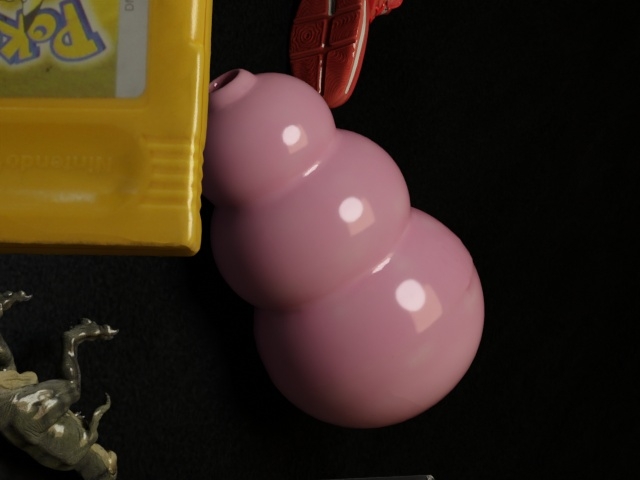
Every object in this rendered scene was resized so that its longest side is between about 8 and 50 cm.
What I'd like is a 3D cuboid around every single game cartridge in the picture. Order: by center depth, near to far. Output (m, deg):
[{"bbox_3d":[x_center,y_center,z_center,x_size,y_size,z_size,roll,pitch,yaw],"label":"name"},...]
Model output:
[{"bbox_3d":[-0.213,-0.152,1.168,0.052,0.285,0.323,73,18,-77],"label":"game cartridge"}]

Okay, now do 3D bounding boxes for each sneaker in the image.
[{"bbox_3d":[0.041,-0.216,1.716,0.128,0.087,0.221,26,64,-50],"label":"sneaker"}]

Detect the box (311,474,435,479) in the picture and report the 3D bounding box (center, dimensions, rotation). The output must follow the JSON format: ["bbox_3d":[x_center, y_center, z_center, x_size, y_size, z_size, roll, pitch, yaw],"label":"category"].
[{"bbox_3d":[0.017,0.271,1.429,0.216,0.270,0.060,50,45,-40],"label":"box"}]

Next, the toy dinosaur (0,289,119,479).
[{"bbox_3d":[-0.216,0.102,1.305,0.268,0.064,0.118,35,63,-44],"label":"toy dinosaur"}]

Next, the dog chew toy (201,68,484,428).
[{"bbox_3d":[0.000,0.000,1.529,0.332,0.206,0.206,57,41,-21],"label":"dog chew toy"}]
